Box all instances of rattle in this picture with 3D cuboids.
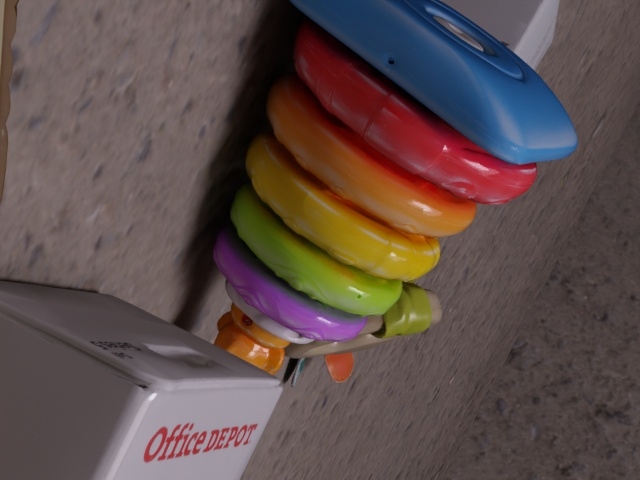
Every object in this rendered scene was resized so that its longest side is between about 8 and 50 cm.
[{"bbox_3d":[0.010,0.031,1.193,0.130,0.143,0.200,-28,175,-8],"label":"rattle"}]

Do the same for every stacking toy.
[{"bbox_3d":[0.000,0.000,0.920,0.302,0.175,0.166,-56,165,17],"label":"stacking toy"}]

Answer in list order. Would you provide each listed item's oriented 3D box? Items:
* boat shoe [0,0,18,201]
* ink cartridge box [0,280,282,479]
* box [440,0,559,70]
[{"bbox_3d":[-0.141,-0.066,0.374,0.123,0.123,0.342,17,98,-40],"label":"boat shoe"},{"bbox_3d":[-0.145,0.161,0.714,0.273,0.114,0.198,-64,166,2],"label":"ink cartridge box"},{"bbox_3d":[0.098,-0.145,1.055,0.102,0.101,0.087,-58,164,-26],"label":"box"}]
